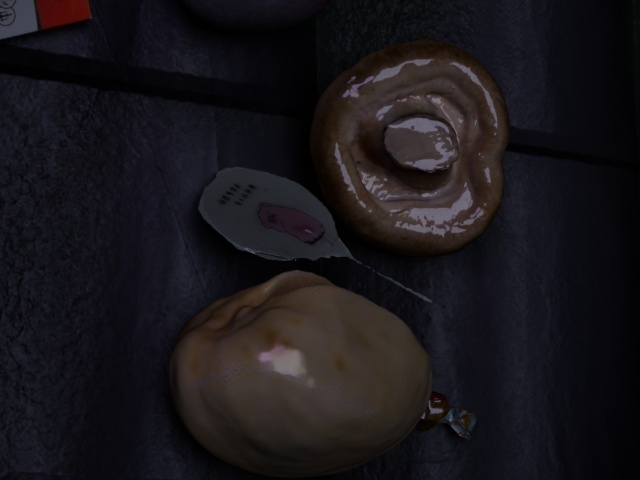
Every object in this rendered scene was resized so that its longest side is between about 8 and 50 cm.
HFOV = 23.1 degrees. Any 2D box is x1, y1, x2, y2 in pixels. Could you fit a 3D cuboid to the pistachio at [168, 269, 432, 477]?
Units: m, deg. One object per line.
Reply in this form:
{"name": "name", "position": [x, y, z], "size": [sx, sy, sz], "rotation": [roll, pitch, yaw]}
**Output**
{"name": "pistachio", "position": [-0.023, 0.157, 1.824], "size": [0.321, 0.229, 0.238], "rotation": [7, 105, -30]}

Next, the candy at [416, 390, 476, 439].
{"name": "candy", "position": [0.123, 0.207, 1.977], "size": [0.182, 0.046, 0.053], "rotation": [24, 68, -17]}

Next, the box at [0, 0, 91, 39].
{"name": "box", "position": [-0.393, -0.297, 1.819], "size": [0.245, 0.035, 0.139], "rotation": [-20, 111, -27]}

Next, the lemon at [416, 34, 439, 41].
{"name": "lemon", "position": [0.149, -0.213, 2.059], "size": [0.082, 0.082, 0.110], "rotation": [-35, 101, -27]}

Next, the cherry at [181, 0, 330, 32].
{"name": "cherry", "position": [-0.082, -0.356, 1.912], "size": [0.266, 0.213, 0.183], "rotation": [41, 25, -41]}

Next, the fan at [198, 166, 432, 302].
{"name": "fan", "position": [0.000, -0.001, 1.896], "size": [0.310, 0.010, 0.182], "rotation": [27, 36, 5]}

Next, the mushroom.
{"name": "mushroom", "position": [0.120, -0.116, 1.977], "size": [0.278, 0.146, 0.278], "rotation": [-1, 97, -11]}
